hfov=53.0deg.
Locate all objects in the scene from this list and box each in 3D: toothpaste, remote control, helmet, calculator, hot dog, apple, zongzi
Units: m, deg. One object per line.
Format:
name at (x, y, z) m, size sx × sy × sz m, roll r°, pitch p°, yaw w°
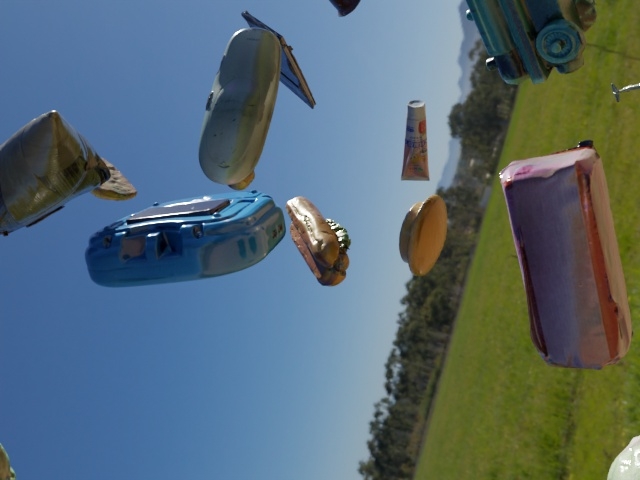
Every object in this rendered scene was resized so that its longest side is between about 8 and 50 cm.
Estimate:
toothpaste at (0.213, -0.217, 1.441) m, size 0.043 × 0.067 × 0.195 m, roll -76°, pitch -16°, yaw -52°
remote control at (-0.110, -0.193, 0.883) m, size 0.045 × 0.097 × 0.256 m, roll 87°, pitch -171°, yaw -65°
helmet at (0.051, -0.619, 1.512) m, size 0.155 × 0.106 × 0.175 m, roll -30°, pitch 41°, yaw 51°
calculator at (-0.098, -0.435, 1.556) m, size 0.028 × 0.165 × 0.274 m, roll -45°, pitch -27°, yaw -5°
hot dog at (0.000, 0.000, 1.548) m, size 0.337 × 0.100 × 0.135 m, roll -126°, pitch 26°, yaw -58°
apple at (-0.208, -0.168, 1.662) m, size 0.084 × 0.071 × 0.084 m, roll -42°, pitch -2°, yaw -2°
zongzi at (-0.557, -0.121, 1.153) m, size 0.289 × 0.154 × 0.317 m, roll -36°, pitch -3°, yaw -10°

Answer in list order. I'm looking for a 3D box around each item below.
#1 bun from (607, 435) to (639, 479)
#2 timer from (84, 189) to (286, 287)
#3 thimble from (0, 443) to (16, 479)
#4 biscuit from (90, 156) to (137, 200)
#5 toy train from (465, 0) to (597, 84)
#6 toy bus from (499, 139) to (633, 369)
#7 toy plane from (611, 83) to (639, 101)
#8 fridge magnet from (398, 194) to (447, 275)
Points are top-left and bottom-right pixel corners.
bun at (0.679, 0.460, 1.254) m, size 0.293 × 0.292 × 0.187 m, roll 94°, pitch 161°, yaw -46°
timer at (-0.245, -0.009, 1.201) m, size 0.309 × 0.339 × 0.115 m, roll -56°, pitch -42°, yaw -69°
thimble at (-0.560, 0.372, 0.944) m, size 0.150 × 0.219 × 0.219 m, roll -28°, pitch -22°, yaw -8°
biscuit at (-0.528, -0.154, 1.538) m, size 0.118 × 0.247 × 0.029 m, roll 4°, pitch -63°, yaw -44°
toy train at (0.305, -0.386, 1.012) m, size 0.298 × 0.194 × 0.120 m, roll 57°, pitch -131°, yaw -25°
toy bus at (0.330, 0.029, 0.858) m, size 0.147 × 0.127 × 0.303 m, roll -32°, pitch -70°, yaw -60°
toy plane at (0.966, -0.454, 1.843) m, size 0.108 × 0.092 × 0.286 m, roll -33°, pitch 13°, yaw -11°
fridge magnet at (0.178, -0.009, 1.100) m, size 0.143 × 0.063 × 0.143 m, roll -33°, pitch -50°, yaw -51°
